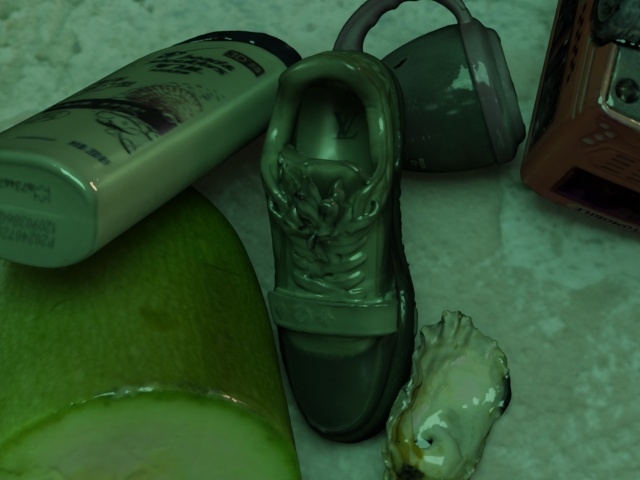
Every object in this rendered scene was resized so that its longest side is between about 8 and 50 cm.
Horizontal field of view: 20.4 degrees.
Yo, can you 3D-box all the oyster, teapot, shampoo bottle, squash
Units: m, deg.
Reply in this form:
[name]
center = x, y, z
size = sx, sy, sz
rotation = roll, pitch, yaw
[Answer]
[oyster]
center = 0.094, 0.125, 1.305
size = 0.122, 0.045, 0.146
rotation = -8, 89, -22
[teapot]
center = 0.075, -0.113, 1.371
size = 0.146, 0.148, 0.116
rotation = -16, 43, 7
[shampoo bottle]
center = -0.133, -0.079, 1.272
size = 0.134, 0.078, 0.359
rotation = 8, 23, 20
[squash]
center = -0.144, 0.083, 1.272
size = 0.234, 0.210, 0.309
rotation = 14, 28, -23

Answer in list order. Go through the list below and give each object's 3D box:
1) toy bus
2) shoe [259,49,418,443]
[toy bus]
center = 0.299, -0.221, 1.359
size = 0.203, 0.233, 0.426
rotation = 20, 67, -10
[shoe]
center = 0.002, 0.000, 1.269
size = 0.109, 0.149, 0.292
rotation = 0, 86, 16
